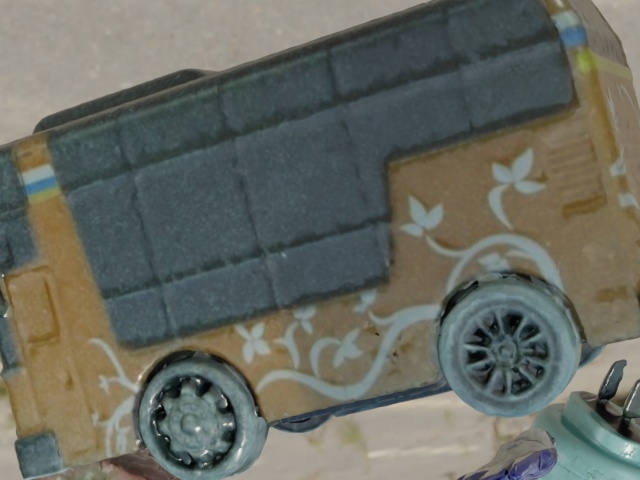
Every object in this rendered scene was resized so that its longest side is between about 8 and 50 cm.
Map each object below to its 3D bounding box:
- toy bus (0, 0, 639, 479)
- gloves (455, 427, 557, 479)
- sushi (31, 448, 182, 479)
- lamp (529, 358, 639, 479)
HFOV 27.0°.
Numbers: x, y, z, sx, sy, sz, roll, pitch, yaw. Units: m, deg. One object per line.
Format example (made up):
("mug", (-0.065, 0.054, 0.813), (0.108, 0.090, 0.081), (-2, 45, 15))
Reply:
("toy bus", (0.000, 0.000, 0.556), (0.275, 0.167, 0.138), (-16, 179, 20))
("gloves", (0.102, 0.137, 0.769), (0.064, 0.026, 0.086), (-34, 173, 32))
("sushi", (-0.116, 0.246, 0.852), (0.161, 0.241, 0.107), (-27, 158, 17))
("lamp", (0.303, 0.218, 1.166), (0.284, 0.209, 0.147), (36, 93, -28))
